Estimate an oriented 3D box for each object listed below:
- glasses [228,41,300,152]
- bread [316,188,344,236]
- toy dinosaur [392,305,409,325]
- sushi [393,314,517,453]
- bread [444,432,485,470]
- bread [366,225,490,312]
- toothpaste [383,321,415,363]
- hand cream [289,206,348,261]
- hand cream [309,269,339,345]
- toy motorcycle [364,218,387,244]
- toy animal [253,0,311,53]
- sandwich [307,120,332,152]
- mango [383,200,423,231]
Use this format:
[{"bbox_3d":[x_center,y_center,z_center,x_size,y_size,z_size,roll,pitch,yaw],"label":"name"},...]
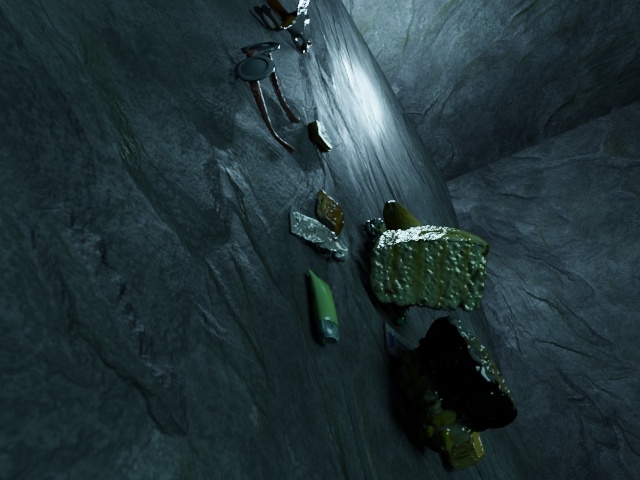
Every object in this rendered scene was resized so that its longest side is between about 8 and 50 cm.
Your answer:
[{"bbox_3d":[-0.144,-0.383,1.379,0.234,0.118,0.268,-89,168,-49],"label":"glasses"},{"bbox_3d":[0.031,-0.078,1.475,0.126,0.044,0.129,51,30,-32],"label":"bread"},{"bbox_3d":[0.273,0.235,1.729,0.132,0.059,0.096,-10,86,-59],"label":"toy dinosaur"},{"bbox_3d":[0.364,0.413,1.478,0.328,0.285,0.328,42,19,-41],"label":"sushi"},{"bbox_3d":[0.439,0.590,1.669,0.153,0.119,0.288,26,44,-55],"label":"bread"},{"bbox_3d":[0.323,0.080,1.677,0.264,0.396,0.239,-111,-156,-76],"label":"bread"},{"bbox_3d":[0.284,0.371,1.616,0.282,0.068,0.099,41,2,-30],"label":"toothpaste"},{"bbox_3d":[0.003,-0.001,1.336,0.257,0.050,0.084,38,38,-46],"label":"hand cream"},{"bbox_3d":[0.008,0.158,1.193,0.095,0.046,0.174,42,26,-45],"label":"hand cream"},{"bbox_3d":[0.200,-0.014,1.784,0.193,0.061,0.124,-12,87,-67],"label":"toy motorcycle"},{"bbox_3d":[-0.096,-0.745,1.728,0.302,0.225,0.284,59,40,-51],"label":"toy animal"},{"bbox_3d":[0.000,-0.338,1.664,0.105,0.036,0.093,43,31,-47],"label":"sandwich"},{"bbox_3d":[0.340,-0.003,1.982,0.329,0.176,0.176,57,-19,32],"label":"mango"}]
